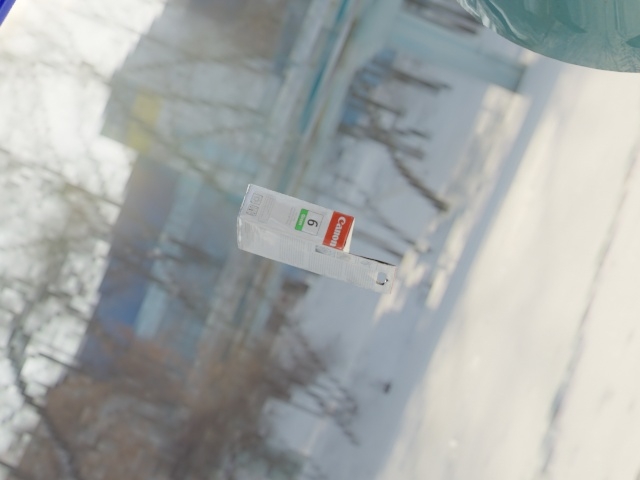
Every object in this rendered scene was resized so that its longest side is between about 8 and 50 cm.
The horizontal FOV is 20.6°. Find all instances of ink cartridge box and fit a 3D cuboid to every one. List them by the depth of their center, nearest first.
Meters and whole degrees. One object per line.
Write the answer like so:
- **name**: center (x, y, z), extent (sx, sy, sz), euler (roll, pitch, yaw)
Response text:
- **ink cartridge box**: center (0.000, 0.000, 1.227), extent (0.063, 0.115, 0.029), euler (97, -169, -69)

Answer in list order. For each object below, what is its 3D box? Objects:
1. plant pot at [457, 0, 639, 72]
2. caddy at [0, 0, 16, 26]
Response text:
- **plant pot**: center (0.167, -0.271, 0.895), extent (0.293, 0.293, 0.235), euler (-66, -23, -20)
- **caddy**: center (-0.303, -0.256, 1.147), extent (0.341, 0.179, 0.241), euler (-63, -33, -19)
